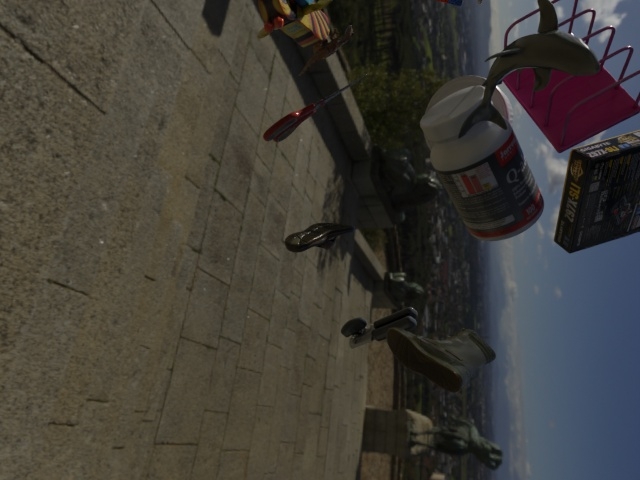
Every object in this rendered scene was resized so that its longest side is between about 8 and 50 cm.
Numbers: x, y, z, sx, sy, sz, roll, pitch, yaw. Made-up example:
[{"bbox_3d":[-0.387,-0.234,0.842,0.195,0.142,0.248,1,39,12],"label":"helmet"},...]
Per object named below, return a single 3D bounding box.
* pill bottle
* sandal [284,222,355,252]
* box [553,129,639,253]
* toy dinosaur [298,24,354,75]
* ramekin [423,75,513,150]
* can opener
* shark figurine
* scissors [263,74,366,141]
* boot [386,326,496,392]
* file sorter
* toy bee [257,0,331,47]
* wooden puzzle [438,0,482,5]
[{"bbox_3d":[0.415,-0.193,1.162,0.363,0.210,0.210,53,35,-24],"label":"pill bottle"},{"bbox_3d":[0.000,0.000,1.122,0.219,0.090,0.060,-25,121,-47],"label":"sandal"},{"bbox_3d":[0.827,-0.136,1.286,0.079,0.257,0.322,-117,-168,-53],"label":"box"},{"bbox_3d":[0.007,-0.551,1.310,0.112,0.211,0.064,23,40,-64],"label":"toy dinosaur"},{"bbox_3d":[0.471,-0.369,1.407,0.127,0.273,0.273,-16,104,-47],"label":"ramekin"},{"bbox_3d":[0.183,0.281,1.479,0.095,0.283,0.076,41,41,-19],"label":"can opener"},{"bbox_3d":[0.327,-0.301,0.795,0.166,0.116,0.278,71,-19,4],"label":"shark figurine"},{"bbox_3d":[-0.011,-0.328,1.095,0.021,0.297,0.109,58,9,5],"label":"scissors"},{"bbox_3d":[0.277,0.248,1.046,0.165,0.213,0.077,-19,124,-37],"label":"boot"},{"bbox_3d":[0.596,-0.408,1.074,0.182,0.202,0.290,43,22,-62],"label":"file sorter"},{"bbox_3d":[-0.087,-0.504,0.990,0.298,0.195,0.162,13,70,-35],"label":"toy bee"},{"bbox_3d":[0.394,-0.894,1.552,0.322,0.348,0.080,-63,172,-47],"label":"wooden puzzle"}]
